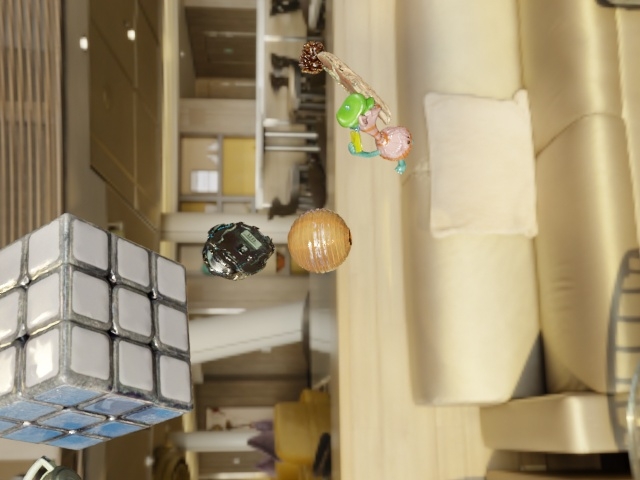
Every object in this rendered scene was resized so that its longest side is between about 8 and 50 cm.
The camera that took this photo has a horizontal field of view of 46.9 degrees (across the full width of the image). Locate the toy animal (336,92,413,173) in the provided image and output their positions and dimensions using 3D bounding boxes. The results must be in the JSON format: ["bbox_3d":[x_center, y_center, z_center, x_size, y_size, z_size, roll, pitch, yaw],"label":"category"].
[{"bbox_3d":[0.107,-0.193,1.396,0.208,0.103,0.100,26,-159,-52],"label":"toy animal"}]

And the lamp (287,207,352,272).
[{"bbox_3d":[0.000,0.000,1.504,0.136,0.136,0.136,180,90,-85],"label":"lamp"}]

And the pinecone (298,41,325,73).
[{"bbox_3d":[-0.020,-0.463,1.869,0.077,0.077,0.083,-100,-1,-66],"label":"pinecone"}]

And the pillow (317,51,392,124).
[{"bbox_3d":[0.066,-0.307,1.459,0.043,0.126,0.232,-46,31,10],"label":"pillow"}]

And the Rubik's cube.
[{"bbox_3d":[-0.436,0.176,1.307,0.301,0.305,0.304,34,-141,-51],"label":"Rubik's cube"}]

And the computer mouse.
[{"bbox_3d":[-0.189,0.028,1.645,0.077,0.146,0.241,-48,-6,32],"label":"computer mouse"}]

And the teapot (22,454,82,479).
[{"bbox_3d":[-0.357,0.332,0.979,0.088,0.057,0.066,53,-173,0],"label":"teapot"}]
